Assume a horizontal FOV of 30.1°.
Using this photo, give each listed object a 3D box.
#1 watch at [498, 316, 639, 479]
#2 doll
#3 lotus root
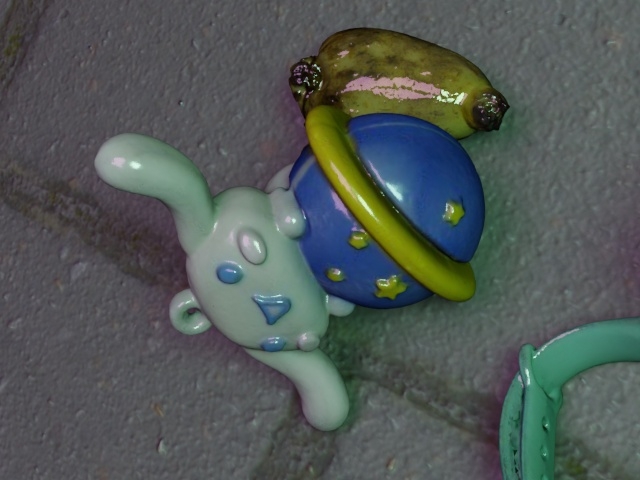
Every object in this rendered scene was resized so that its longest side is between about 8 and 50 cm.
[{"bbox_3d":[0.217,0.148,0.801,0.195,0.068,0.237,-35,44,10],"label":"watch"},{"bbox_3d":[-0.016,-0.025,0.905,0.243,0.311,0.159,-34,35,28],"label":"doll"},{"bbox_3d":[0.072,-0.117,0.979,0.191,0.094,0.108,10,102,25],"label":"lotus root"}]
